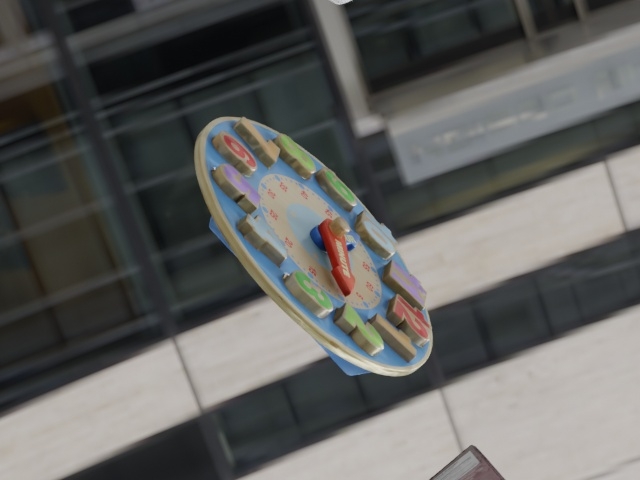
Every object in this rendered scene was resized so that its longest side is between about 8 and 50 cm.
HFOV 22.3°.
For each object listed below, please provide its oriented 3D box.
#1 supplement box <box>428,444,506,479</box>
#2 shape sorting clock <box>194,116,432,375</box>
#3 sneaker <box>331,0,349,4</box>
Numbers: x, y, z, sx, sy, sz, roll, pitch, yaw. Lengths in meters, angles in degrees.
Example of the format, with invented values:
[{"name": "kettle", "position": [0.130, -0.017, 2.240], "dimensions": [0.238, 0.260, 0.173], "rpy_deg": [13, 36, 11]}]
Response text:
[{"name": "supplement box", "position": [0.144, 0.250, 1.349], "dimensions": [0.081, 0.104, 0.188], "rpy_deg": [-38, -173, -2]}, {"name": "shape sorting clock", "position": [0.000, 0.000, 1.040], "dimensions": [0.040, 0.206, 0.206], "rpy_deg": [-37, -172, 21]}, {"name": "sneaker", "position": [0.106, -0.273, 1.159], "dimensions": [0.297, 0.129, 0.111], "rpy_deg": [-48, -149, -7]}]
